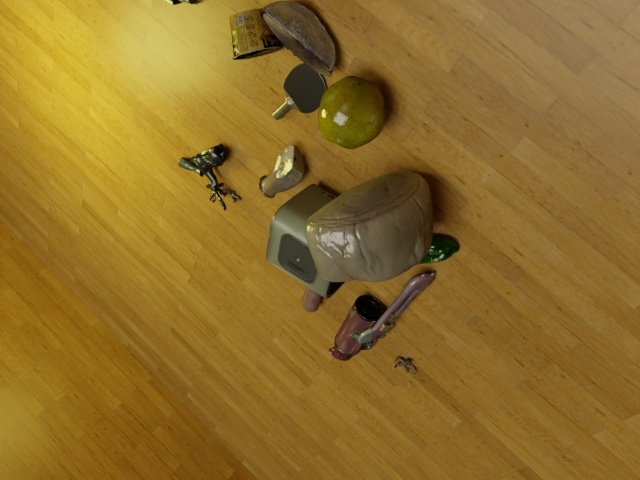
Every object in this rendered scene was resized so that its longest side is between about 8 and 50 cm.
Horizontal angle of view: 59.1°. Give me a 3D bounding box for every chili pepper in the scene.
[{"bbox_3d":[0.298,0.037,1.736,0.256,0.074,0.100,-10,112,43],"label":"chili pepper"}]

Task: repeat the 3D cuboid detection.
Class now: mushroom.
[{"bbox_3d":[-0.125,-0.220,1.901,0.108,0.096,0.247,31,144,-16],"label":"mushroom"}]

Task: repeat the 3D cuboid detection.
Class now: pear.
[{"bbox_3d":[0.088,-0.354,1.563,0.198,0.198,0.198,22,131,28],"label":"pear"}]

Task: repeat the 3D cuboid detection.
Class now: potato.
[{"bbox_3d":[-0.043,-0.582,1.600,0.261,0.100,0.120,40,178,-9],"label":"potato"}]

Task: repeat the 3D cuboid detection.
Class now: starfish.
[{"bbox_3d":[0.311,0.457,2.055,0.091,0.028,0.078,30,140,17],"label":"starfish"}]

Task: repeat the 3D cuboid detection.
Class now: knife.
[{"bbox_3d":[0.252,0.234,1.876,0.038,0.132,0.399,61,139,31],"label":"knife"}]

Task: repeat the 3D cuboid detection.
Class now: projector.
[{"bbox_3d":[0.000,0.000,1.831,0.249,0.248,0.248,31,134,20],"label":"projector"}]

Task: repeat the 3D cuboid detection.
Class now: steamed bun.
[{"bbox_3d":[0.165,-0.028,1.560,0.236,0.383,0.247,28,140,51],"label":"steamed bun"}]

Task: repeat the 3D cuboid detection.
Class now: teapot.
[{"bbox_3d":[-0.503,-0.288,2.214,0.110,0.043,0.043,28,133,17],"label":"teapot"}]

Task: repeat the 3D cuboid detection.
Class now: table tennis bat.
[{"bbox_3d":[-0.073,-0.446,1.750,0.246,0.022,0.138,-31,96,46],"label":"table tennis bat"}]

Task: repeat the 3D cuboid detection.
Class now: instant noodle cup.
[{"bbox_3d":[-0.198,-0.606,1.659,0.151,0.151,0.122,2,110,39],"label":"instant noodle cup"}]

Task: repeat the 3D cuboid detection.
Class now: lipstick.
[{"bbox_3d":[-0.015,0.161,2.090,0.070,0.070,0.255,33,135,18],"label":"lipstick"}]

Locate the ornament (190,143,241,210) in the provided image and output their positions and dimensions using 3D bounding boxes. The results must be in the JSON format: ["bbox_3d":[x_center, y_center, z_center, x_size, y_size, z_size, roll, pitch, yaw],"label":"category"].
[{"bbox_3d":[-0.375,-0.232,2.117,0.202,0.080,0.236,-12,108,47],"label":"ornament"}]

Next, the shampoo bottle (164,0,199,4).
[{"bbox_3d":[-0.482,-0.799,1.821,0.207,0.063,0.057,27,123,26],"label":"shampoo bottle"}]

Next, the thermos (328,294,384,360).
[{"bbox_3d":[0.135,0.337,2.075,0.110,0.136,0.330,60,145,31],"label":"thermos"}]
